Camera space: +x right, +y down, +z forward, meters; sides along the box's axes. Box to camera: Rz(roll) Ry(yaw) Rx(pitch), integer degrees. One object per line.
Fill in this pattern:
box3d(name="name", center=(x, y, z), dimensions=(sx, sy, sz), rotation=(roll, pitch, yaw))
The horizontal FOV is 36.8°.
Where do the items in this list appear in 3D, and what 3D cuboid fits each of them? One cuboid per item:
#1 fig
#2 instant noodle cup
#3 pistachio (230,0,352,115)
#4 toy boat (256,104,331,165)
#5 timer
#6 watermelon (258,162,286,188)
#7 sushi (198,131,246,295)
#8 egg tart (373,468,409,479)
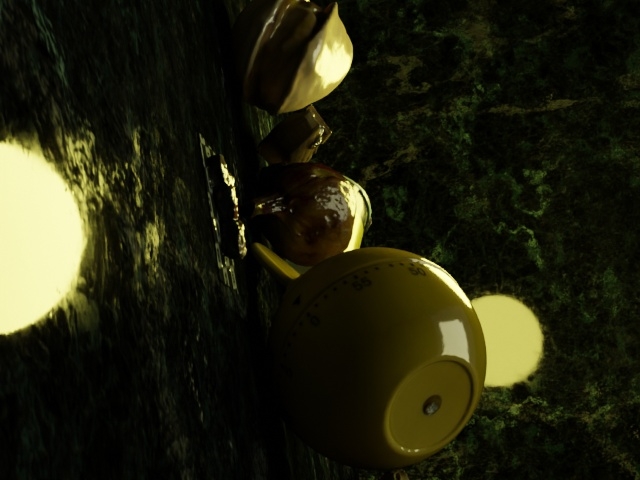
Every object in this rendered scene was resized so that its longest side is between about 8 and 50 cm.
box3d(name="fig", center=(-0.029, -0.052, 1.636), dimensions=(0.290, 0.191, 0.190), rotation=(66, 15, -84))
box3d(name="instant noodle cup", center=(0.000, 0.000, 2.053), dimensions=(0.236, 0.216, 0.215), rotation=(-83, 165, -51))
box3d(name="pistachio", center=(-0.059, -0.349, 1.774), dimensions=(0.321, 0.229, 0.238), rotation=(-67, 179, -70))
box3d(name="toy boat", center=(-0.040, -0.191, 1.809), dimensions=(0.089, 0.121, 0.321), rotation=(55, -10, -1))
box3d(name="timer", center=(0.065, 0.165, 1.509), dimensions=(0.387, 0.376, 0.376), rotation=(41, -31, 53))
box3d(name="watermelon", center=(-0.075, -0.100, 1.843), dimensions=(0.181, 0.092, 0.075), rotation=(42, 19, -58))
box3d(name="sushi", center=(-0.118, -0.033, 1.259), dimensions=(0.139, 0.031, 0.201), rotation=(66, 14, -81))
box3d(name="egg tart", center=(0.068, 0.448, 1.431), dimensions=(0.106, 0.241, 0.241), rotation=(41, 2, 2))
